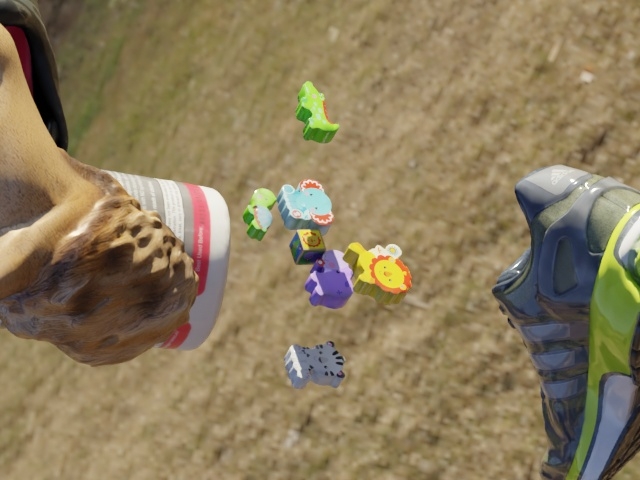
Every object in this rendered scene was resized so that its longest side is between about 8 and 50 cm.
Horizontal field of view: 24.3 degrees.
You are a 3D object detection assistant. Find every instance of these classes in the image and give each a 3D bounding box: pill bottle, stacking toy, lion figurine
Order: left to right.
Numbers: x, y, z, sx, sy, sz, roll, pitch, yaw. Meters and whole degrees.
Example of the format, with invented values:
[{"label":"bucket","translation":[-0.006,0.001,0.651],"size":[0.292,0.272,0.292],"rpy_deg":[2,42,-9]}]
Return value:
[{"label":"lion figurine","translation":[-0.255,-0.064,1.127],"size":[0.142,0.240,0.392],"rpy_deg":[-3,113,58]},{"label":"pill bottle","translation":[-0.266,0.009,1.519],"size":[0.176,0.318,0.176],"rpy_deg":[-171,90,-69]},{"label":"stacking toy","translation":[0.000,0.000,1.287],"size":[0.167,0.052,0.221],"rpy_deg":[-59,41,47]}]

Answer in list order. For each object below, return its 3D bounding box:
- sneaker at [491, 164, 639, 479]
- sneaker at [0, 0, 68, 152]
[{"label":"sneaker","translation":[0.174,0.060,0.959],"size":[0.121,0.111,0.300],"rpy_deg":[38,148,28]},{"label":"sneaker","translation":[-0.376,-0.093,1.658],"size":[0.202,0.185,0.483],"rpy_deg":[-121,24,-50]}]
